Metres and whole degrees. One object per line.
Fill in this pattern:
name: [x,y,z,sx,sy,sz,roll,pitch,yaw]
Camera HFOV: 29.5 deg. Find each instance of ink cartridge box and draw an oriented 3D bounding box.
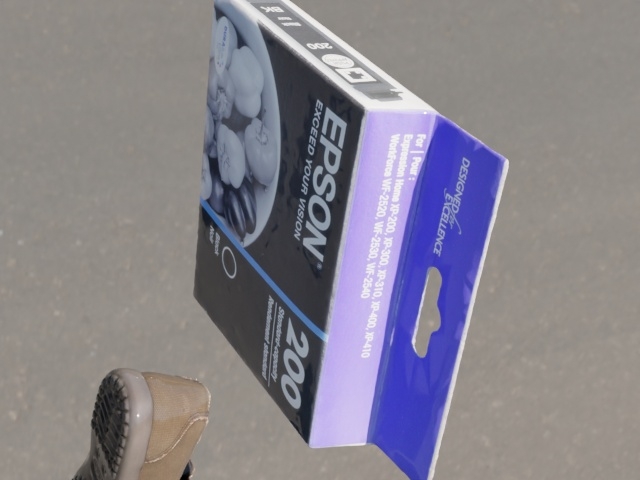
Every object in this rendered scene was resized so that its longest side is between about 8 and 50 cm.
ink cartridge box: [0.000,0.000,0.638,0.045,0.206,0.208,-13,38,-31]

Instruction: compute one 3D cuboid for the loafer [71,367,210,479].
loafer: [-0.204,0.290,1.397,0.130,0.366,0.134,-3,47,-27]
